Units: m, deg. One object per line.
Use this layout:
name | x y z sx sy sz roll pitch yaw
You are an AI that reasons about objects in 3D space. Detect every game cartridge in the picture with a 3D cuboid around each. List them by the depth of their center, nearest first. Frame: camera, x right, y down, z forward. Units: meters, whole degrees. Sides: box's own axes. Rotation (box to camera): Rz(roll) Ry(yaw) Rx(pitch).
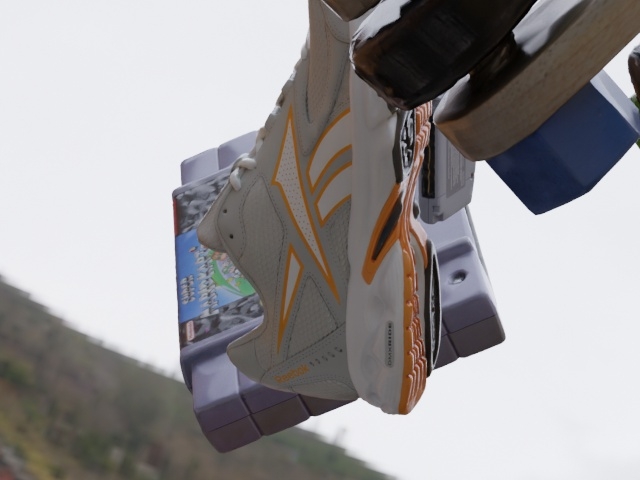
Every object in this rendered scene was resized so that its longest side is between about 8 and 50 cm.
game cartridge | 0.075 -0.056 1.161 0.017 0.056 0.083 11 -68 30
game cartridge | 0.000 0.000 1.492 0.230 0.355 0.068 -19 -58 6

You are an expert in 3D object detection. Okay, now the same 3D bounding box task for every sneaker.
sneaker | -0.008 -0.037 1.007 0.121 0.262 0.099 1 12 14

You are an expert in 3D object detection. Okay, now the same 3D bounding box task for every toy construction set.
toy construction set | 0.093 -0.187 0.551 0.237 0.257 0.309 -41 -100 29
